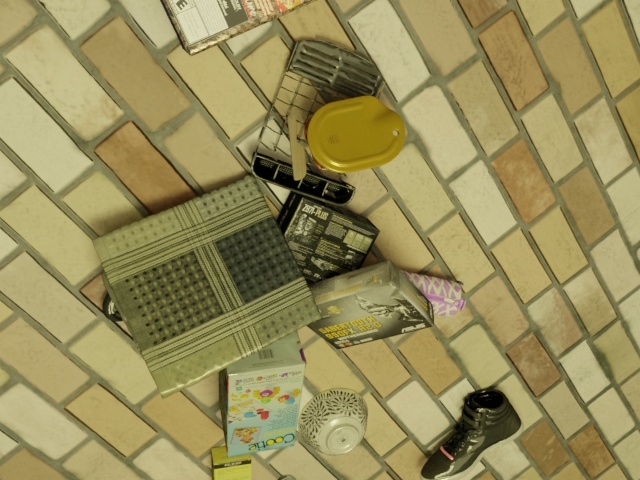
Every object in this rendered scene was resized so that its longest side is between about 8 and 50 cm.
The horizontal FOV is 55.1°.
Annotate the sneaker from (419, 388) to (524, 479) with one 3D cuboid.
[{"bbox_3d":[0.349,0.466,1.492,0.296,0.104,0.147,-29,114,-10],"label":"sneaker"}]

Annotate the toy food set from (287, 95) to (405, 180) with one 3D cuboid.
[{"bbox_3d":[0.038,-0.178,1.090,0.218,0.071,0.128,-13,88,-14],"label":"toy food set"}]

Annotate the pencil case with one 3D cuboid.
[{"bbox_3d":[0.206,0.113,1.314,0.206,0.088,0.086,11,105,-19],"label":"pencil case"}]

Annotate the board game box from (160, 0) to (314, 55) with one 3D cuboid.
[{"bbox_3d":[-0.130,-0.460,0.959,0.291,0.141,0.232,-26,116,-6],"label":"board game box"}]

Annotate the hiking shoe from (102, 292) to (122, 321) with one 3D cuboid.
[{"bbox_3d":[-0.300,0.095,1.141,0.227,0.114,0.086,-26,115,-6],"label":"hiking shoe"}]

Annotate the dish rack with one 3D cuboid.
[{"bbox_3d":[0.002,-0.220,1.131,0.208,0.074,0.271,17,105,-23],"label":"dish rack"}]

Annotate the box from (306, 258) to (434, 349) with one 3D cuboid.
[{"bbox_3d":[0.082,0.134,1.216,0.231,0.056,0.183,-19,138,28],"label":"box"}]

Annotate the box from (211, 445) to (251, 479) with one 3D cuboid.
[{"bbox_3d":[-0.201,0.576,1.391,0.087,0.058,0.232,-5,111,-15],"label":"box"}]

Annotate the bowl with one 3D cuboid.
[{"bbox_3d":[0.041,0.429,1.393,0.170,0.080,0.170,-6,112,-15],"label":"bowl"}]

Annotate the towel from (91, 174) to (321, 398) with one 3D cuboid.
[{"bbox_3d":[-0.202,0.072,1.094,0.324,0.056,0.312,-24,80,-18],"label":"towel"}]

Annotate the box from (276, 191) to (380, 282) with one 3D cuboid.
[{"bbox_3d":[0.000,0.000,1.213,0.180,0.077,0.147,21,104,-23],"label":"box"}]

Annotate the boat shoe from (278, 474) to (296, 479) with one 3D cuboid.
[{"bbox_3d":[-0.039,0.639,1.449,0.065,0.083,0.183,-37,116,0],"label":"boat shoe"}]

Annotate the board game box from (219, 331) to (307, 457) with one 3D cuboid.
[{"bbox_3d":[-0.123,0.281,1.206,0.144,0.142,0.275,-5,132,-15],"label":"board game box"}]
